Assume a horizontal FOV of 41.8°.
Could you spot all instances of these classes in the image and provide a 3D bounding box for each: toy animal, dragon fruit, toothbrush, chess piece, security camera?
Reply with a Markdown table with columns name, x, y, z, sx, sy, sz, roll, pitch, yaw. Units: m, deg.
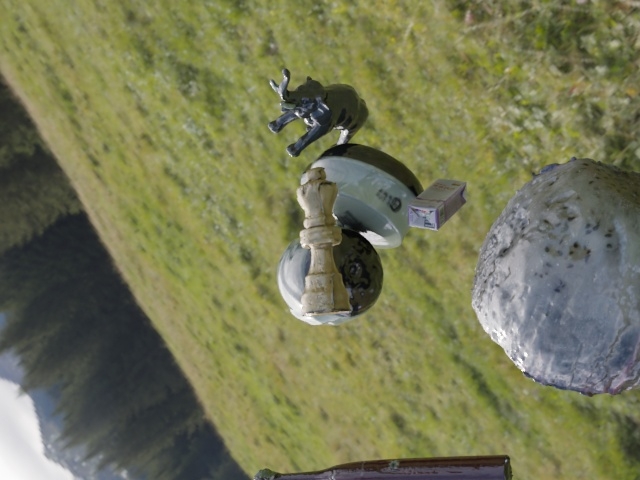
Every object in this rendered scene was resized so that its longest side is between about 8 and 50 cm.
| name | x | y | z | sx | sy | sz | roll | pitch | yaw |
| --- | --- | --- | --- | --- | --- | --- | --- | --- | --- |
| toy animal | -0.018 | -0.206 | 1.363 | 0.270 | 0.137 | 0.082 | 3 | -131 | -55 |
| dragon fruit | 0.347 | 0.044 | 1.025 | 0.283 | 0.204 | 0.221 | 12 | 124 | -3 |
| toothbrush | 0.075 | 0.311 | 1.117 | 0.364 | 0.040 | 0.041 | -9 | 129 | 24 |
| chess piece | 0.001 | 0.000 | 0.964 | 0.060 | 0.060 | 0.171 | 150 | 116 | -72 |
| security camera | 0.034 | 0.005 | 1.322 | 0.197 | 0.277 | 0.191 | 35 | 160 | -23 |

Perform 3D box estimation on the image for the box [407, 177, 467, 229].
| name | x | y | z | sx | sy | sz | roll | pitch | yaw |
| --- | --- | --- | --- | --- | --- | --- | --- | --- | --- |
| box | 0.175 | -0.056 | 1.248 | 0.051 | 0.117 | 0.036 | 10 | 119 | 28 |
